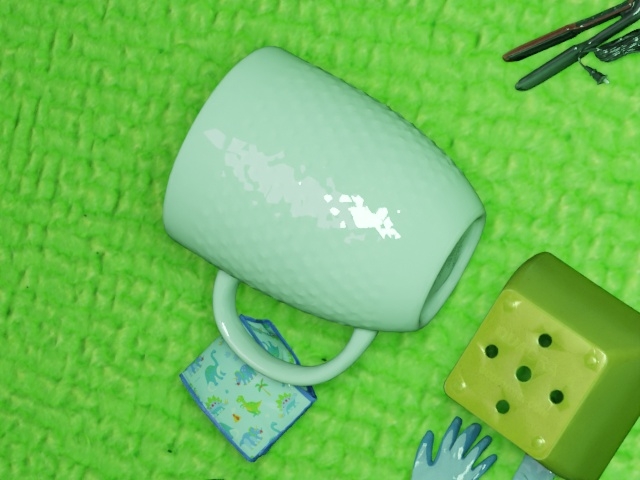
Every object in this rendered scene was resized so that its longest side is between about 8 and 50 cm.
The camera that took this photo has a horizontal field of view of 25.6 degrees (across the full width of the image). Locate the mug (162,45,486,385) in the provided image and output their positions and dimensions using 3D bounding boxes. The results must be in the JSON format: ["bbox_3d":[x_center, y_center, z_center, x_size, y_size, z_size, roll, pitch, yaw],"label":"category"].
[{"bbox_3d":[0.000,0.000,1.724,0.328,0.276,0.374,30,106,15],"label":"mug"}]

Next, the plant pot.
[{"bbox_3d":[0.261,0.151,1.636,0.212,0.187,0.212,35,103,22],"label":"plant pot"}]

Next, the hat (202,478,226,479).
[{"bbox_3d":[-0.149,0.465,1.815,0.331,0.134,0.331,-1,89,37],"label":"hat"}]

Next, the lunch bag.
[{"bbox_3d":[-0.087,0.194,1.846,0.129,0.096,0.151,-46,61,16],"label":"lunch bag"}]

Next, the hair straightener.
[{"bbox_3d":[0.339,-0.230,1.702,0.230,0.047,0.089,-22,79,18],"label":"hair straightener"}]

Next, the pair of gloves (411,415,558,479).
[{"bbox_3d":[0.196,0.313,1.720,0.198,0.023,0.159,27,75,19],"label":"pair of gloves"}]
